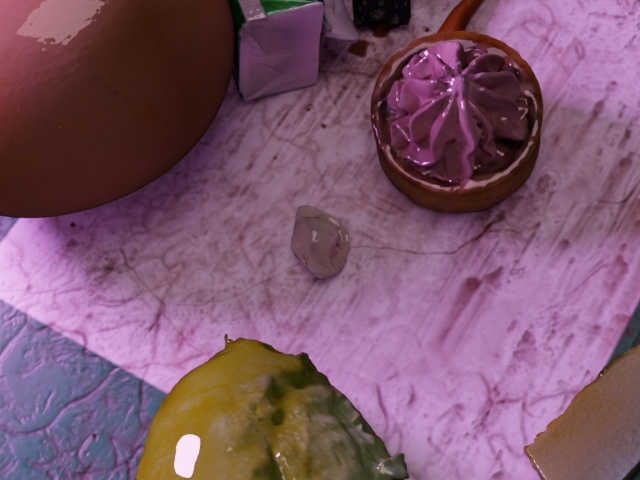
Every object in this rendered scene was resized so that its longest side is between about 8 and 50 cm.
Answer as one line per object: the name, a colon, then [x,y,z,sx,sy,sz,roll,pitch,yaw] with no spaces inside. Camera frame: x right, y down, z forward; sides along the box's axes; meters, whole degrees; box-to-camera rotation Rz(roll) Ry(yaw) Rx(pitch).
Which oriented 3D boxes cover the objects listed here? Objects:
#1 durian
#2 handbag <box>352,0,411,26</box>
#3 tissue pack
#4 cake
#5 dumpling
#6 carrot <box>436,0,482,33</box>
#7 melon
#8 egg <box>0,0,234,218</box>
durian: [-0.056,0.248,1.116,0.255,0.204,0.340,-22,53,-21]
handbag: [0.071,-0.331,1.416,0.072,0.139,0.115,2,63,6]
tissue pack: [-0.051,-0.299,1.409,0.156,0.148,0.209,-15,61,-9]
cake: [0.146,-0.146,1.296,0.185,0.178,0.208,4,61,9]
dumpling: [-0.001,0.002,1.314,0.052,0.057,0.076,-59,39,17]
carrot: [0.159,-0.249,1.426,0.035,0.035,0.142,22,63,16]
melon: [0.291,0.172,1.201,0.114,0.053,0.262,22,62,36]
egg: [-0.270,-0.185,1.288,0.373,0.301,0.301,-29,64,-2]
